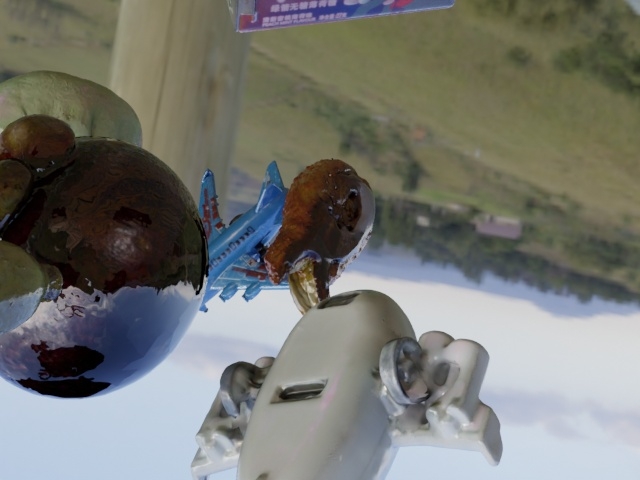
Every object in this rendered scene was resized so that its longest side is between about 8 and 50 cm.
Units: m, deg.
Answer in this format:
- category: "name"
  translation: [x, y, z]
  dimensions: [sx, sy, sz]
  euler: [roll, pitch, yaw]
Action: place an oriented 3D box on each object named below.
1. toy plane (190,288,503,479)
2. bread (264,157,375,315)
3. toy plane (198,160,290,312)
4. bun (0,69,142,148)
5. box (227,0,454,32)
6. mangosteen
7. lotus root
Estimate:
- category: "toy plane"
  translation: [0.008, 0.147, 0.863]
  dimensions: [0.267, 0.267, 0.123]
  euler: [13, 148, 49]
- category: "bread"
  translation: [-0.004, -0.008, 1.549]
  dimensions: [0.095, 0.269, 0.139]
  euler: [-18, 122, 41]
- category: "toy plane"
  translation: [-0.127, 0.017, 1.692]
  dimensions: [0.254, 0.271, 0.105]
  euler: [47, -171, 33]
- category: "bun"
  translation: [-0.396, -0.103, 1.738]
  dimensions: [0.283, 0.283, 0.179]
  euler: [10, -150, -24]
- category: "box"
  translation: [0.024, -0.263, 1.120]
  dimensions: [0.224, 0.069, 0.120]
  euler: [-9, 152, -8]
- category: "mangosteen"
  translation: [-0.294, 0.011, 1.319]
  dimensions: [0.347, 0.307, 0.307]
  euler: [35, 168, -32]
- category: "lotus root"
  translation: [-0.309, 0.045, 1.051]
  dimensions: [0.183, 0.090, 0.077]
  euler: [-9, -165, -40]
